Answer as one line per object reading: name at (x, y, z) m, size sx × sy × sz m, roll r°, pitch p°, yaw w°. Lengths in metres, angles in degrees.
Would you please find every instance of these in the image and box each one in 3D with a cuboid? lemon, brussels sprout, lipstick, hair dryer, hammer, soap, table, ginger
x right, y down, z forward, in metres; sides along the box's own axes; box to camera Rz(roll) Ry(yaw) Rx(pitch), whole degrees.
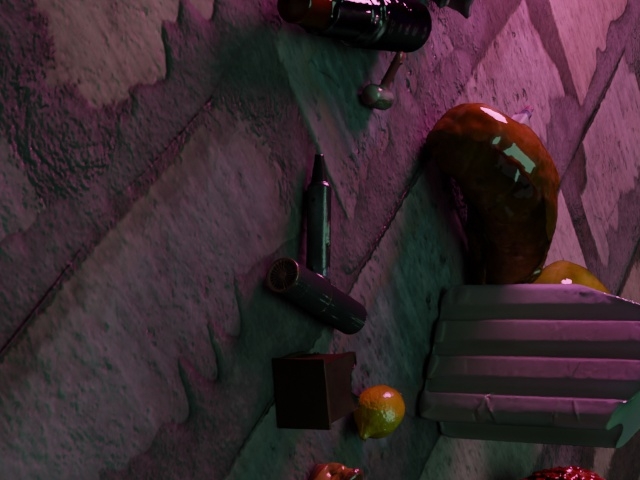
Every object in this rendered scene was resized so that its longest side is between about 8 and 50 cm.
lemon at (0.073, 0.221, 1.650) m, size 0.092 × 0.065 × 0.065 m, roll -45°, pitch 126°, yaw -41°
brussels sprout at (0.379, 0.141, 2.035) m, size 0.223 × 0.161 × 0.223 m, roll 0°, pitch 90°, yaw -65°
lipstick at (0.043, -0.279, 1.604) m, size 0.299 × 0.081 × 0.081 m, roll -5°, pitch 93°, yaw -57°
hair dryer at (0.007, 0.000, 1.578) m, size 0.173 × 0.050 × 0.195 m, roll 38°, pitch 54°, yaw -53°
lipstick at (0.328, -0.198, 2.096) m, size 0.107 × 0.025 × 0.025 m, roll -50°, pitch 129°, yaw -55°
hammer at (0.087, -0.210, 1.689) m, size 0.052 × 0.031 × 0.083 m, roll 4°, pitch 117°, yaw -60°
soap at (0.322, 0.170, 1.777) m, size 0.115 × 0.346 × 0.208 m, roll 41°, pitch 55°, yaw -48°
table at (-0.003, 0.173, 1.529) m, size 0.082 × 0.070 × 0.083 m, roll -13°, pitch 99°, yaw -61°
ginger at (0.270, -0.061, 1.876) m, size 0.165 × 0.172 × 0.321 m, roll -111°, pitch 178°, yaw -62°

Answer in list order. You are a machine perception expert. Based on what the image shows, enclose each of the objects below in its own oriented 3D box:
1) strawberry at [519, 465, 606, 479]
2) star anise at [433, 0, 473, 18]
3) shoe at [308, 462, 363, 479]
strawberry at (0.339, 0.456, 1.933) m, size 0.220 × 0.274 × 0.274 m, roll 26°, pitch 61°, yaw -13°
star anise at (0.176, -0.415, 1.803) m, size 0.236 × 0.093 × 0.229 m, roll -56°, pitch 133°, yaw -44°
shoe at (0.010, 0.315, 1.544) m, size 0.072 × 0.069 × 0.109 m, roll 62°, pitch 36°, yaw -26°
